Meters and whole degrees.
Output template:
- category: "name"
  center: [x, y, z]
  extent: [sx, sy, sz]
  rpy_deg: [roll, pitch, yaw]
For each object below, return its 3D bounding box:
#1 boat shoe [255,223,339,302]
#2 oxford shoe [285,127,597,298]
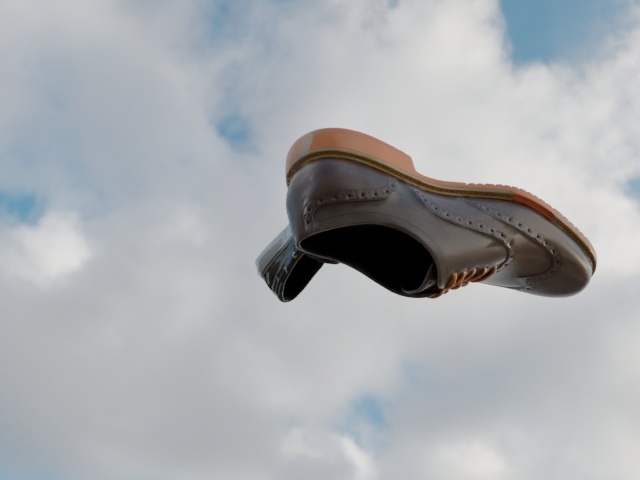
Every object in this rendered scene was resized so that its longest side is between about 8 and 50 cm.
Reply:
- category: "boat shoe"
  center: [0.000, 0.000, 0.884]
  extent: [0.080, 0.076, 0.228]
  rpy_deg: [-8, -28, -48]
- category: "oxford shoe"
  center: [0.128, 0.013, 0.751]
  extent: [0.363, 0.133, 0.130]
  rpy_deg: [17, -40, -17]
